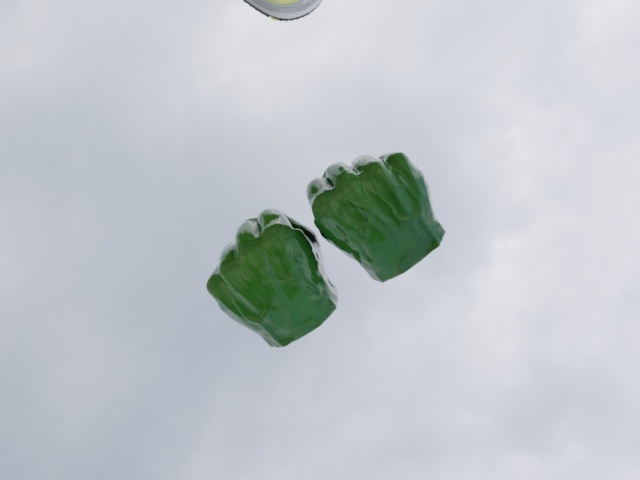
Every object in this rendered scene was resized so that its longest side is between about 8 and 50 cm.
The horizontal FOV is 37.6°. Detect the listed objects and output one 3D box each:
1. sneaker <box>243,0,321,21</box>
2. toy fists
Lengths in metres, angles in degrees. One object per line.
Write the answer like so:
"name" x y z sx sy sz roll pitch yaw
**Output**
"sneaker" -0.150 -0.422 1.145 0.384 0.147 0.145 30 -96 -2
"toy fists" 0.000 0.000 1.077 0.279 0.142 0.096 -32 -143 9
